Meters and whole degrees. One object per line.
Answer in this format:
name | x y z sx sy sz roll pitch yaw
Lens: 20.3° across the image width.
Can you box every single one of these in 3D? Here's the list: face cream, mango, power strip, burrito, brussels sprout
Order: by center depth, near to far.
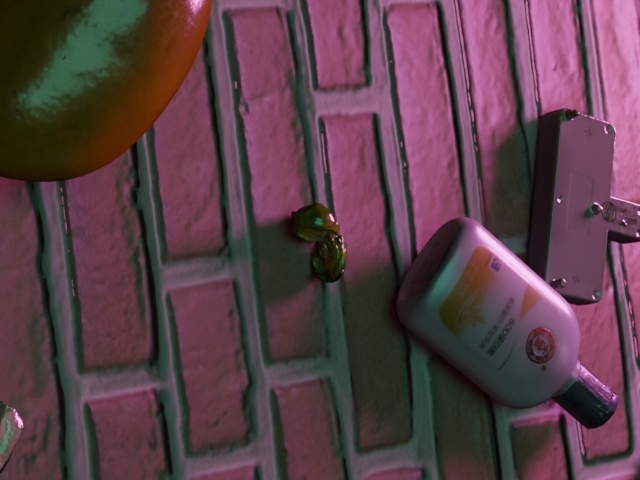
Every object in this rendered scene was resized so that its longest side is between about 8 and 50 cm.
burrito | -0.310 0.211 1.587 0.055 0.041 0.149 43 62 -38
mango | -0.221 -0.189 1.626 0.211 0.173 0.317 36 72 -26
brussels sprout | 0.001 0.000 1.835 0.051 0.046 0.083 -39 116 -36
face cream | 0.213 0.108 1.946 0.291 0.071 0.144 42 73 -24
power strip | 0.312 -0.033 2.042 0.145 0.061 0.215 13 77 -32
